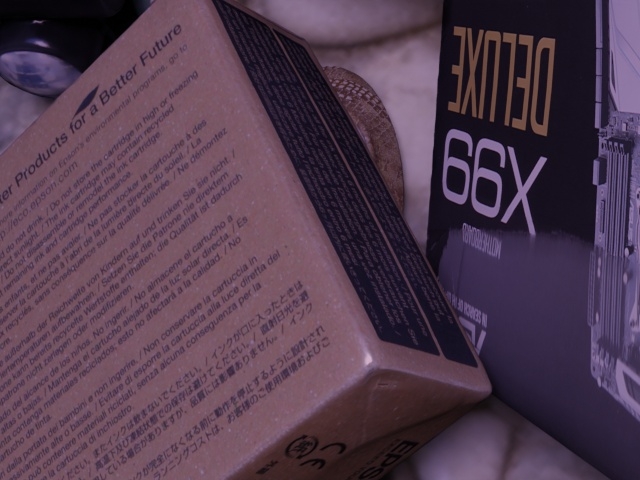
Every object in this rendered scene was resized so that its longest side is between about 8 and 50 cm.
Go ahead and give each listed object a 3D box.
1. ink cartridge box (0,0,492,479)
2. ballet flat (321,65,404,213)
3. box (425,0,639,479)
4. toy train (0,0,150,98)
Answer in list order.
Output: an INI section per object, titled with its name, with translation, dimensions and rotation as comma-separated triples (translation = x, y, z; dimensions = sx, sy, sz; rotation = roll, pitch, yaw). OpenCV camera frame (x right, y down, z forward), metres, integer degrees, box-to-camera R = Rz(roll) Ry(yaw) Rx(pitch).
[ink cartridge box]
translation = -0.074, 0.043, 0.585
dimensions = 0.234, 0.088, 0.193
rotation = -40, 56, 24
[ballet flat]
translation = 0.000, 0.000, 0.646
dimensions = 0.073, 0.067, 0.206
rotation = -6, 65, 12
[box]
translation = 0.126, -0.044, 0.467
dimensions = 0.076, 0.307, 0.243
rotation = 0, 101, -17
[toy train]
translation = -0.120, -0.243, 0.714
dimensions = 0.142, 0.190, 0.334
rotation = 4, 68, 15
